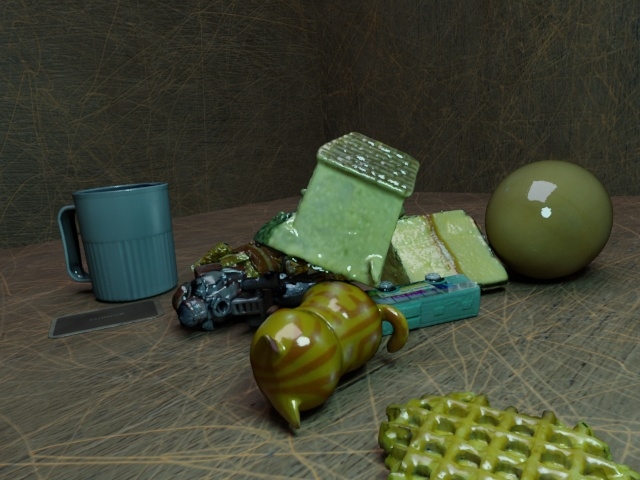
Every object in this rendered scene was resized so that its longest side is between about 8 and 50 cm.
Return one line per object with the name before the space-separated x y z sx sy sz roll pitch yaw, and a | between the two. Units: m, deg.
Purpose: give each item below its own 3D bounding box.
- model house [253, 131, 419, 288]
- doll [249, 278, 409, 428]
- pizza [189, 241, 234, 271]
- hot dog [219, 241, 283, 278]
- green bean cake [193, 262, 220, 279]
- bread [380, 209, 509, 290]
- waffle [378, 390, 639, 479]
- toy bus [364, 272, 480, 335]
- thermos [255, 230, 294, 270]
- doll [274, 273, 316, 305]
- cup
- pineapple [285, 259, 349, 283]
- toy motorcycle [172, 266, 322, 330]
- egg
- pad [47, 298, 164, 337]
model house | 0.037 -0.063 0.977 0.261 0.267 0.321 22 -2 2
doll | -0.003 0.165 0.800 0.162 0.167 0.269 -25 1 45
pizza | -0.311 0.062 1.565 0.178 0.131 0.041 4 42 -30
hot dog | -0.186 0.064 1.401 0.146 0.103 0.213 33 38 16
green bean cake | -0.302 0.104 1.480 0.135 0.057 0.135 -10 12 -18
bread | 0.308 0.041 1.244 0.263 0.199 0.236 -9 20 -14
waffle | 0.200 0.248 0.579 0.290 0.051 0.291 -4 14 1
toy bus | 0.209 0.133 1.061 0.261 0.091 0.109 -10 19 -17
thermos | -0.154 0.033 1.637 0.136 0.110 0.330 -7 12 -14
doll | -0.102 0.119 1.274 0.120 0.076 0.179 -20 18 -41
cup | -0.591 0.004 1.449 0.330 0.312 0.257 -8 11 -14
pineapple | 0.011 0.059 1.446 0.236 0.115 0.186 -7 12 3
toy motorcycle | -0.177 0.129 1.119 0.400 0.134 0.207 -3 12 17
egg | 0.581 -0.054 1.283 0.300 0.302 0.374 1 15 27
pad | -0.541 0.194 1.267 0.265 0.002 0.176 -9 12 -23
